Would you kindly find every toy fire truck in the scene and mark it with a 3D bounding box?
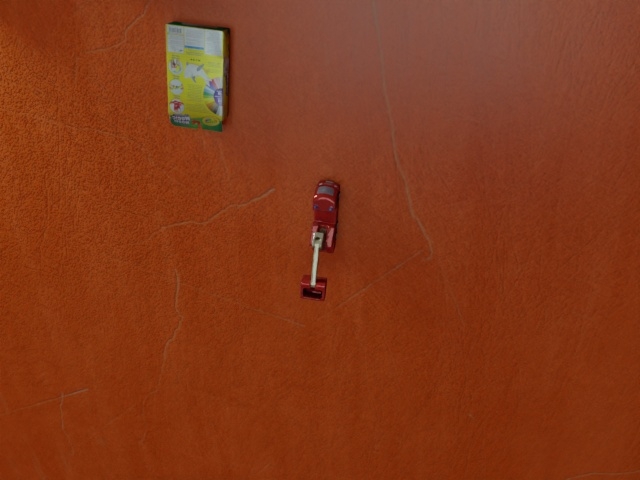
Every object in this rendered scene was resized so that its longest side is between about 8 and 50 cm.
[{"bbox_3d":[0.000,0.000,1.101,0.047,0.135,0.192,8,119,7],"label":"toy fire truck"}]

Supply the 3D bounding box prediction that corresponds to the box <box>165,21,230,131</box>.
[{"bbox_3d":[-0.214,-0.284,1.045,0.105,0.043,0.179,9,117,5],"label":"box"}]
